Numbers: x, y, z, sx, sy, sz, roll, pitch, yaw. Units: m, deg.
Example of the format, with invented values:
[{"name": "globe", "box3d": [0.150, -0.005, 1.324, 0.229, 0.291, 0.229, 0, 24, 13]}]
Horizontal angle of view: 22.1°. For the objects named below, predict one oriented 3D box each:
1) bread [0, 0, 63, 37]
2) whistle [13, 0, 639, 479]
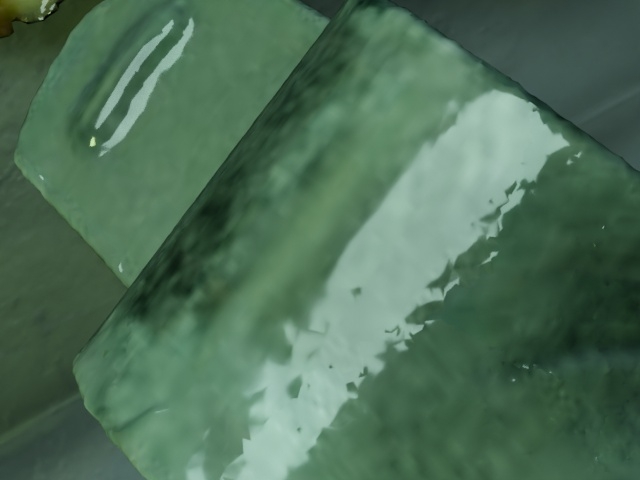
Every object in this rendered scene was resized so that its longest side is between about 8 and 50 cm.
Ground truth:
[{"name": "bread", "box3d": [-0.303, -0.246, 0.770, 0.346, 0.242, 0.405, -36, 54, -11]}, {"name": "whistle", "box3d": [0.015, 0.009, 0.630, 0.168, 0.188, 0.405, -53, 27, 4]}]
